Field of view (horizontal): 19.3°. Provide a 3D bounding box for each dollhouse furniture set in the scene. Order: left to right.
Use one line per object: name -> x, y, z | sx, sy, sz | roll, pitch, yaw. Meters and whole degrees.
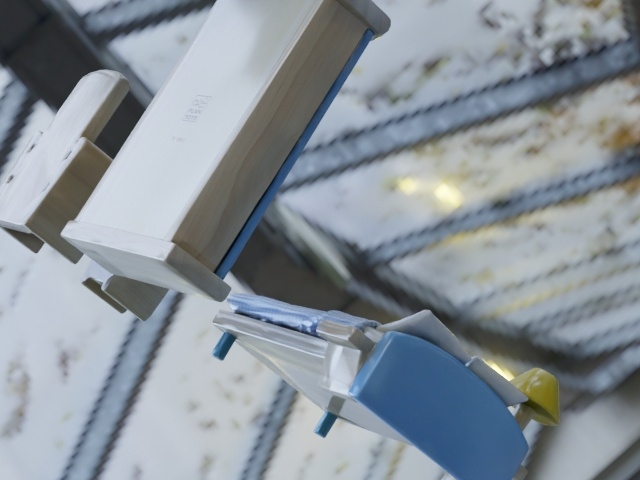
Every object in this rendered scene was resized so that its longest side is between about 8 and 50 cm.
dollhouse furniture set -> 0.000, 0.000, 1.228 | 0.303, 0.286, 0.198 | 40, -105, -31
